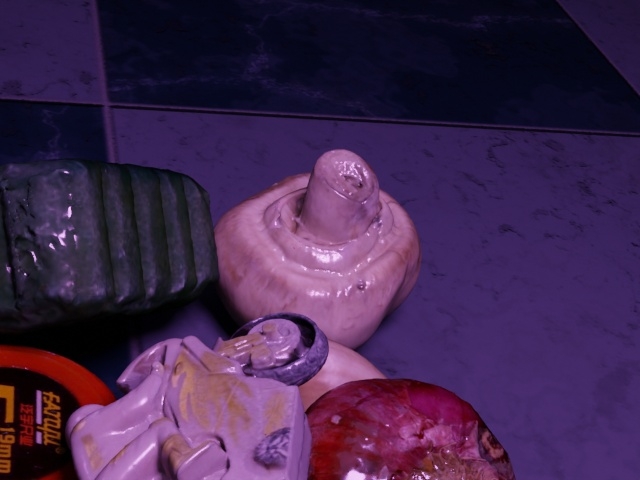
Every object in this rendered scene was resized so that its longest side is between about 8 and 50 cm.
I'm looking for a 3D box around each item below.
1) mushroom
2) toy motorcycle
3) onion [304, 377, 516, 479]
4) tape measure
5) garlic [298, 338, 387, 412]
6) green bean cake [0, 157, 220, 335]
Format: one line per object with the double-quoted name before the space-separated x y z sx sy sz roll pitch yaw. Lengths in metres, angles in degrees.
"mushroom" 0.000 0.000 1.228 0.253 0.234 0.260 0 38 -13
"toy motorcycle" -0.114 0.174 0.861 0.222 0.108 0.341 -6 33 11
"onion" 0.066 0.247 0.951 0.246 0.190 0.246 12 59 -21
"tape measure" -0.299 0.207 0.953 0.260 0.114 0.253 6 36 -17
"garlic" -0.020 0.175 1.097 0.244 0.145 0.164 3 69 -17
"green bean cake" -0.296 0.017 1.118 0.300 0.169 0.308 -8 -2 23
